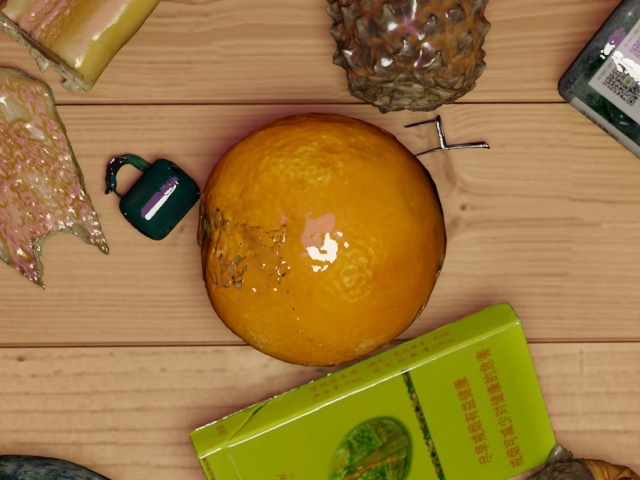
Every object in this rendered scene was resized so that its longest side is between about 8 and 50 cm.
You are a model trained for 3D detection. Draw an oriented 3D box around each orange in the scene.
[{"bbox_3d":[0.000,0.000,1.640,0.246,0.246,0.246,0,84,-2],"label":"orange"}]

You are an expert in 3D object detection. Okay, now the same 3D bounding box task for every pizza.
[{"bbox_3d":[-0.314,-0.069,1.738,0.262,0.034,0.181,44,85,3],"label":"pizza"}]

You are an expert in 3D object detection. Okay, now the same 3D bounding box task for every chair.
[{"bbox_3d":[0.129,-0.109,1.756,0.086,0.037,0.042,-7,96,1],"label":"chair"}]

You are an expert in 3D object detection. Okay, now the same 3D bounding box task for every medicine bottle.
[{"bbox_3d":[0.390,-0.116,1.713,0.293,0.141,0.141,38,84,3],"label":"medicine bottle"}]

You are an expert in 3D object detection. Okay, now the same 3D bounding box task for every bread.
[{"bbox_3d":[-0.238,-0.248,1.733,0.134,0.085,0.173,40,86,6],"label":"bread"}]

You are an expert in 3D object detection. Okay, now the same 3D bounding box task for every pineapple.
[{"bbox_3d":[0.090,-0.313,1.728,0.175,0.175,0.361,2,71,-2],"label":"pineapple"}]

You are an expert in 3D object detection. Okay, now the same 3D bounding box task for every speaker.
[{"bbox_3d":[-0.174,-0.049,1.738,0.075,0.060,0.094,-48,52,-5],"label":"speaker"}]

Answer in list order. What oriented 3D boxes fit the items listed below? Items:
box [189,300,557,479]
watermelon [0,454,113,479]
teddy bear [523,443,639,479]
[{"bbox_3d":[0.058,0.201,1.669,0.335,0.047,0.187,-23,124,-5],"label":"box"},{"bbox_3d":[-0.236,0.329,1.674,0.226,0.148,0.318,-42,101,12],"label":"watermelon"},{"bbox_3d":[0.285,0.278,1.673,0.190,0.177,0.140,15,49,-13],"label":"teddy bear"}]
